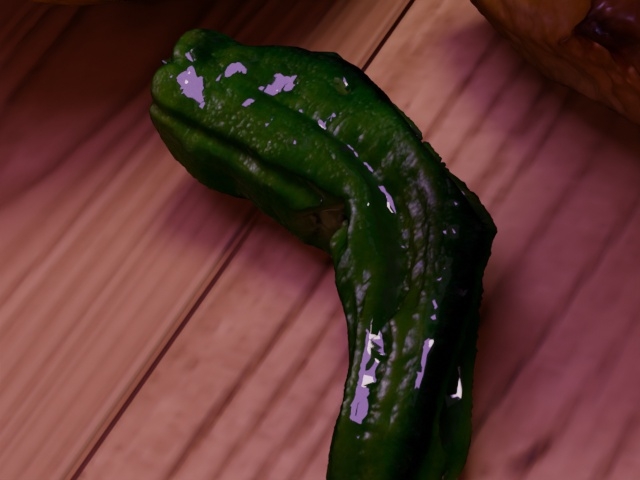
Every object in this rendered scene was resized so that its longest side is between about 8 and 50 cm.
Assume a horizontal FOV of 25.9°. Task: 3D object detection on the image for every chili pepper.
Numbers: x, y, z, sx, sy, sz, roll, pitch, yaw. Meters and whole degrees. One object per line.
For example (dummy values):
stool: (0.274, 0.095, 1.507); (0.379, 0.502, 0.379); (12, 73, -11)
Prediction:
chili pepper: (0.006, -0.001, 0.387); (0.073, 0.050, 0.182); (-22, 45, -5)

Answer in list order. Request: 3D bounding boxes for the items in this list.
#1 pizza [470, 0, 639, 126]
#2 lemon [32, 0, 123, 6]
pizza: (0.190, -0.096, 0.366); (0.335, 0.086, 0.226); (14, 56, 37)
lemon: (-0.085, -0.220, 0.483); (0.293, 0.293, 0.293); (-14, 44, 14)
